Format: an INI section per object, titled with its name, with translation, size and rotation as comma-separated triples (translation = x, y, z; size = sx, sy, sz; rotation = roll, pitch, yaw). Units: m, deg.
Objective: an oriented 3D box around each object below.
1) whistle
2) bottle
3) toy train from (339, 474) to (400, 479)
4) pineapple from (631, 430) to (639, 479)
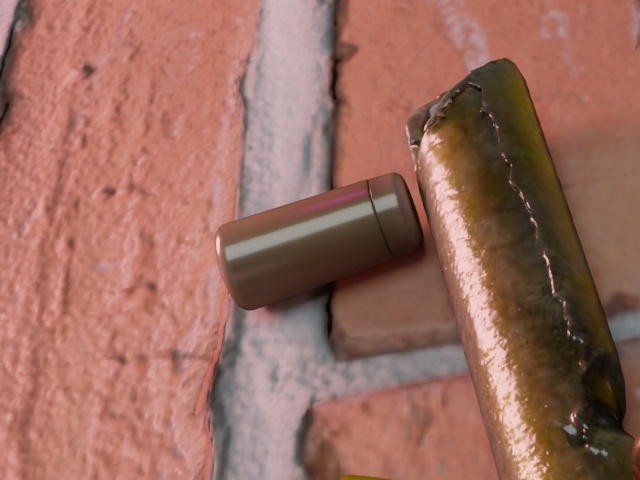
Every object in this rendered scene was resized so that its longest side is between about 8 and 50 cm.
[whistle]
translation = 0.088, 0.044, 0.513
size = 0.068, 0.057, 0.326
rotation = -26, 46, 17
[bottle]
translation = 0.000, 0.000, 0.600
size = 0.096, 0.045, 0.045
rotation = -18, 48, 8
[toy train]
translation = -0.015, 0.150, 0.461
size = 0.219, 0.089, 0.127
rotation = 1, 44, 27
[pineapple]
translation = 0.254, 0.121, 0.318
size = 0.169, 0.169, 0.340
rotation = -43, 55, -12
